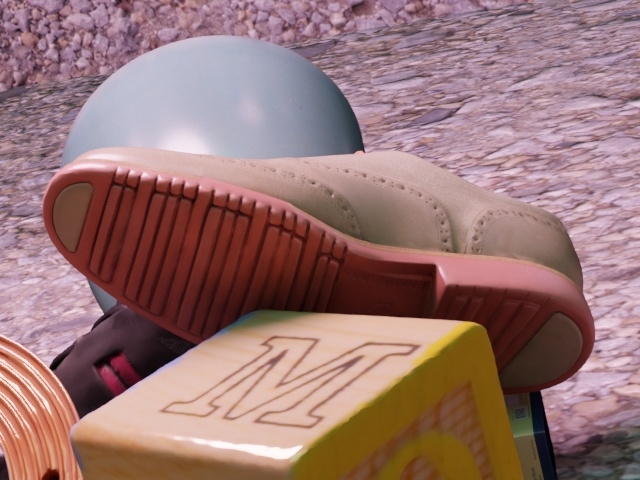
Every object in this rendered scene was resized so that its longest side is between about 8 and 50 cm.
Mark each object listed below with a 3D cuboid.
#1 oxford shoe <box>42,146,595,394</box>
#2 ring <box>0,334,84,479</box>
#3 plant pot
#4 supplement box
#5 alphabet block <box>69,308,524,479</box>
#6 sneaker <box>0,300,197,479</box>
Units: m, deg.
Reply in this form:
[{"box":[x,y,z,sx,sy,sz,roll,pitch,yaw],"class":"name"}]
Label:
[{"box":[0.000,0.000,1.218,0.397,0.140,0.146,16,41,-12],"class":"oxford shoe"},{"box":[-0.308,0.209,1.175,0.337,0.032,0.336,-11,53,15],"class":"ring"},{"box":[-0.081,-0.002,1.517,0.293,0.293,0.235,-16,32,-2],"class":"plant pot"},{"box":[0.123,0.152,1.213,0.083,0.056,0.083,-12,17,9],"class":"supplement box"},{"box":[-0.004,0.165,1.064,0.197,0.192,0.193,0,25,43],"class":"alphabet block"},{"box":[-0.131,0.108,1.316,0.483,0.202,0.185,-19,16,-12],"class":"sneaker"}]
